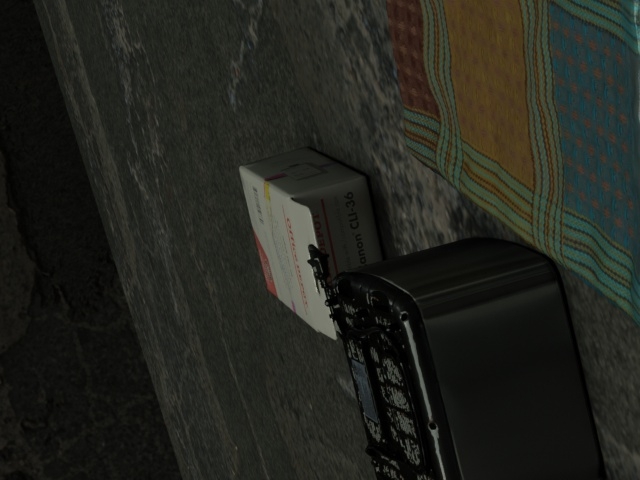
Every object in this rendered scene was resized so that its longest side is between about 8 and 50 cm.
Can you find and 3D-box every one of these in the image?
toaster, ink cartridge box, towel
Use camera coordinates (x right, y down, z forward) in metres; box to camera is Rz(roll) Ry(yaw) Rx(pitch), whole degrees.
[{"bbox_3d":[0.083,0.084,1.151,0.168,0.110,0.186,-166,60,-72],"label":"toaster"},{"bbox_3d":[0.000,0.000,1.452,0.198,0.067,0.115,-144,40,-69],"label":"ink cartridge box"},{"bbox_3d":[0.105,-0.118,0.999,0.370,0.040,0.271,-139,36,-64],"label":"towel"}]
